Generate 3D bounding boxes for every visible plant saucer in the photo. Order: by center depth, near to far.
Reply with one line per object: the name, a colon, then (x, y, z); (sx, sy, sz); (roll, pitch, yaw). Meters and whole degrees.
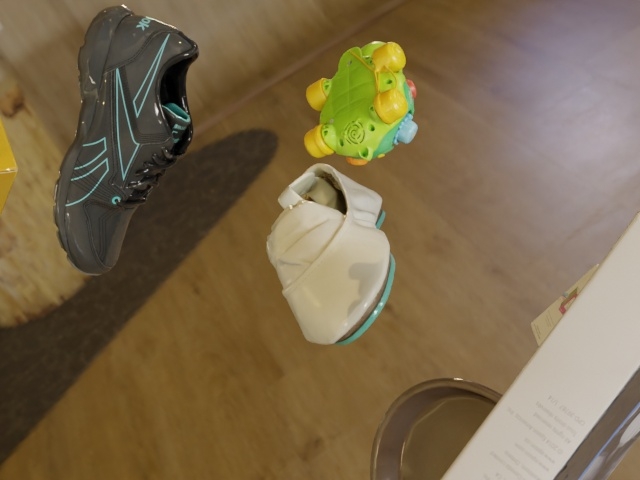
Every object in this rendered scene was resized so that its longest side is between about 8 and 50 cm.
plant saucer: (0.168, 0.286, 1.184); (0.278, 0.278, 0.041); (0, 6, 45)

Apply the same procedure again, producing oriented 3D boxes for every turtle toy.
turtle toy: (0.041, -0.116, 0.881); (0.095, 0.066, 0.130); (-23, 49, 33)

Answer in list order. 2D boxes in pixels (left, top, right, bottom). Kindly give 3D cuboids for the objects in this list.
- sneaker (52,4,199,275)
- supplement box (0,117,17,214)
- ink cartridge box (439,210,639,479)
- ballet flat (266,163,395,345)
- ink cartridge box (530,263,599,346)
sneaker: (-0.187, -0.086, 1.037); (0.106, 0.267, 0.101); (15, 17, 11)
supplement box: (-0.348, -0.085, 0.762); (0.194, 0.191, 0.129); (-12, -21, -33)
ink cartridge box: (0.150, 0.143, 0.712); (0.065, 0.165, 0.333); (40, 100, 27)
ballet flat: (0.000, 0.000, 1.208); (0.139, 0.139, 0.400); (-26, 14, 10)
ink cartridge box: (0.345, 0.103, 1.365); (0.122, 0.088, 0.052); (-45, 25, 24)
